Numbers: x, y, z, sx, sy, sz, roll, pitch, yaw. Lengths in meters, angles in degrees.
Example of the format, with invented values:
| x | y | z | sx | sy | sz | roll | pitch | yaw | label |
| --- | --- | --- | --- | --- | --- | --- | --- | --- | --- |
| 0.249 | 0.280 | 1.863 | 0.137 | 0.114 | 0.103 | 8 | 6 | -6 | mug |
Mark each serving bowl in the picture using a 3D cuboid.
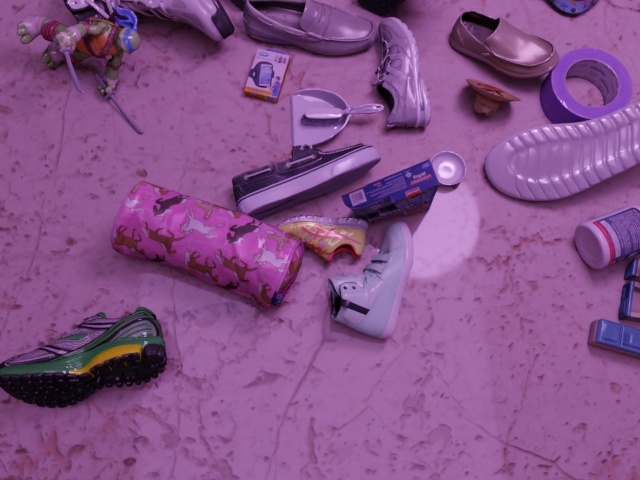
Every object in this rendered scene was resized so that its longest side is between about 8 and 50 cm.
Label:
| x | y | z | sx | sy | sz | roll | pitch | yaw | label |
| --- | --- | --- | --- | --- | --- | --- | --- | --- | --- |
| 0.287 | -0.160 | 1.478 | 0.083 | 0.027 | 0.083 | 0 | 72 | -1 | serving bowl |

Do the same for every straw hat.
| x | y | z | sx | sy | sz | roll | pitch | yaw | label |
| --- | --- | --- | --- | --- | --- | --- | --- | --- | --- |
| 0.388 | -0.323 | 1.510 | 0.145 | 0.144 | 0.061 | 23 | 114 | 6 | straw hat |

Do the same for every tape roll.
| x | y | z | sx | sy | sz | roll | pitch | yaw | label |
| --- | --- | --- | --- | --- | --- | --- | --- | --- | --- |
| 0.619 | -0.348 | 1.521 | 0.189 | 0.080 | 0.188 | 1 | 72 | -2 | tape roll |

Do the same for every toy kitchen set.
| x | y | z | sx | sy | sz | roll | pitch | yaw | label |
| --- | --- | --- | --- | --- | --- | --- | --- | --- | --- |
| 0.654 | 0.119 | 1.329 | 0.122 | 0.166 | 0.207 | 15 | 72 | 3 | toy kitchen set |

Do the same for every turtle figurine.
| x | y | z | sx | sy | sz | roll | pitch | yaw | label |
| --- | --- | --- | --- | --- | --- | --- | --- | --- | --- |
| -0.537 | -0.393 | 1.433 | 0.266 | 0.198 | 0.274 | 15 | 104 | 23 | turtle figurine |

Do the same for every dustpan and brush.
| x | y | z | sx | sy | sz | roll | pitch | yaw | label |
| --- | --- | --- | --- | --- | --- | --- | --- | --- | --- |
| 0.038 | -0.290 | 1.494 | 0.211 | 0.060 | 0.147 | -2 | 73 | -2 | dustpan and brush |

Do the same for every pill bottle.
| x | y | z | sx | sy | sz | roll | pitch | yaw | label |
| --- | --- | --- | --- | --- | --- | --- | --- | --- | --- |
| 0.656 | -0.016 | 1.402 | 0.180 | 0.108 | 0.107 | -20 | 74 | -7 | pill bottle |

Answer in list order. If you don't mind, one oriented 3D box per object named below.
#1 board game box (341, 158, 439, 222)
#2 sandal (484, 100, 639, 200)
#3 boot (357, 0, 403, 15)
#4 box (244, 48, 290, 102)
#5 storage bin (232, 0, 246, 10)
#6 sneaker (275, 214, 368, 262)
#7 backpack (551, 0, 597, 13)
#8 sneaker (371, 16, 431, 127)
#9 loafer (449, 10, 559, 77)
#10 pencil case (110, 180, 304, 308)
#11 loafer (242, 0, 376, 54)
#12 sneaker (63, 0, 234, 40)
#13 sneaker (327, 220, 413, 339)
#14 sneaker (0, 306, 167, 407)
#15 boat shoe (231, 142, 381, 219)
| x | y | z | sx | sy | sz | roll | pitch | yaw | label |
| --- | --- | --- | --- | --- | --- | --- | --- | --- | --- |
| 0.163 | -0.088 | 1.387 | 0.194 | 0.194 | 0.060 | -21 | 76 | 13 | board game box |
| 0.581 | -0.192 | 1.461 | 0.417 | 0.102 | 0.169 | -14 | 91 | 10 | sandal |
| 0.279 | -0.781 | 1.516 | 0.146 | 0.367 | 0.445 | 36 | 72 | -23 | boot |
| -0.124 | -0.398 | 1.542 | 0.081 | 0.028 | 0.136 | 13 | 74 | 3 | box |
| -0.176 | -0.636 | 1.586 | 0.135 | 0.098 | 0.091 | -41 | 88 | -13 | storage bin |
| 0.000 | 0.000 | 1.393 | 0.209 | 0.081 | 0.094 | 0 | 75 | -2 | sneaker |
| 0.620 | -0.656 | 1.601 | 0.158 | 0.117 | 0.173 | -39 | 80 | -12 | backpack |
| 0.170 | -0.391 | 1.507 | 0.115 | 0.105 | 0.281 | -12 | 74 | -6 | sneaker |
| 0.422 | -0.461 | 1.516 | 0.269 | 0.092 | 0.101 | 25 | 75 | 23 | loafer |
| -0.232 | 0.011 | 1.342 | 0.386 | 0.160 | 0.167 | 21 | 68 | 4 | pencil case |
| -0.025 | -0.515 | 1.537 | 0.320 | 0.111 | 0.112 | 5 | 73 | 0 | loafer |
| -0.424 | -0.546 | 1.532 | 0.447 | 0.169 | 0.257 | 40 | 85 | 17 | sneaker |
| 0.100 | 0.063 | 1.349 | 0.151 | 0.094 | 0.255 | 18 | 74 | -17 | sneaker |
| -0.475 | 0.232 | 1.298 | 0.344 | 0.134 | 0.146 | -13 | 48 | -2 | sneaker |
| -0.037 | -0.156 | 1.418 | 0.335 | 0.121 | 0.119 | -21 | 79 | -6 | boat shoe |
